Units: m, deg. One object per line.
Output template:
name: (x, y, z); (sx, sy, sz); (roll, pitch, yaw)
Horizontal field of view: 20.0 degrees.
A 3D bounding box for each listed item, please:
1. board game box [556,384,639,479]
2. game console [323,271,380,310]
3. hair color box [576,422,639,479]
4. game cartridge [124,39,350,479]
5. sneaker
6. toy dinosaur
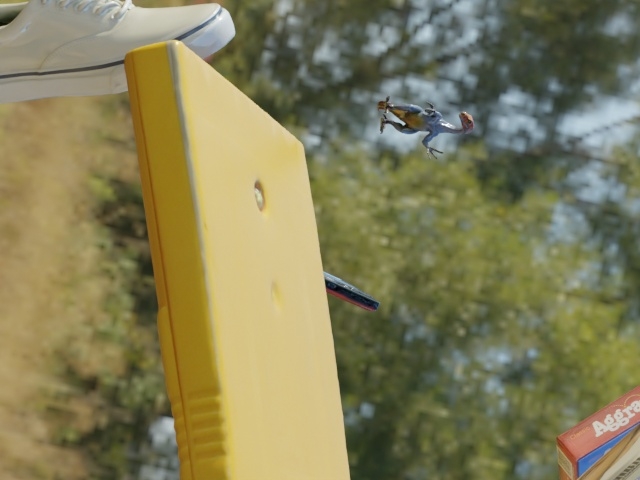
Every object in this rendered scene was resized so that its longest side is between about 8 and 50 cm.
board game box: (0.291, 0.113, 1.291); (0.027, 0.281, 0.145); (52, -15, 34)
game console: (0.000, 0.000, 1.774); (0.085, 0.124, 0.144); (-65, -162, 1)
hair color box: (0.169, 0.198, 1.009); (0.185, 0.110, 0.339); (-48, 172, 32)
game cartridge: (-0.055, 0.046, 1.341); (0.285, 0.053, 0.323); (36, 45, -68)
sneaker: (-0.199, -0.174, 1.509); (0.094, 0.258, 0.091); (-64, 141, -58)
toy dinosaur: (0.099, -0.115, 1.673); (0.090, 0.082, 0.047); (-98, -165, -59)
